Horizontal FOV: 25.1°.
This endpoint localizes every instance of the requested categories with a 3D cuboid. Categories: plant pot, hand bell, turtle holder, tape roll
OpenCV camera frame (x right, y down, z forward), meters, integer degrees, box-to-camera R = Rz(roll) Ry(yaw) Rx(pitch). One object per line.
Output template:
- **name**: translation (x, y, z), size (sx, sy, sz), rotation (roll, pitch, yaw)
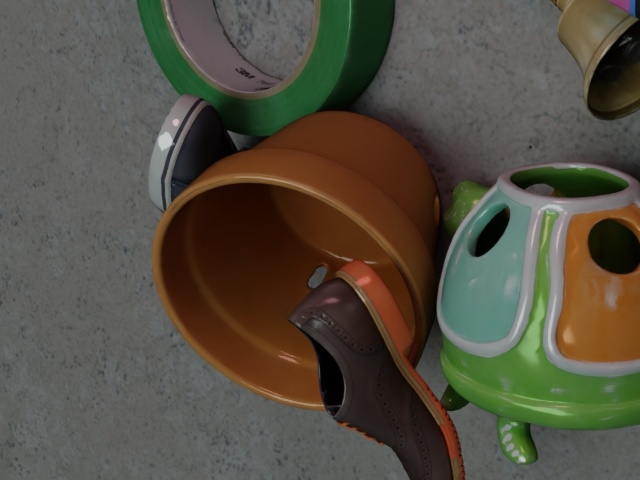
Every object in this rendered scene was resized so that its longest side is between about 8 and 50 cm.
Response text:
- **plant pot**: translation (0.000, 0.000, 1.475), size (0.291, 0.203, 0.291), rotation (14, 131, 16)
- **hand bell**: translation (0.217, -0.231, 1.325), size (0.242, 0.126, 0.126), rotation (49, 133, 33)
- **turtle holder**: translation (0.229, 0.043, 1.335), size (0.243, 0.320, 0.227), rotation (-1, 108, 9)
- **tape roll**: translation (-0.068, -0.276, 1.563), size (0.321, 0.077, 0.321), rotation (16, 116, 36)

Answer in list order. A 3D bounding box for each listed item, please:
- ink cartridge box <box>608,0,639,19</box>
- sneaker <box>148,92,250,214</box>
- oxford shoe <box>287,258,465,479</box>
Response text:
- **ink cartridge box**: translation (0.252, -0.324, 1.045), size (0.176, 0.069, 0.371), rotation (43, 152, 41)
- **sneaker**: translation (-0.110, -0.044, 1.612), size (0.127, 0.126, 0.321), rotation (22, 154, 11)
- **oxford shoe**: translation (0.052, 0.153, 1.345), size (0.271, 0.098, 0.097), rotation (64, 162, -19)
